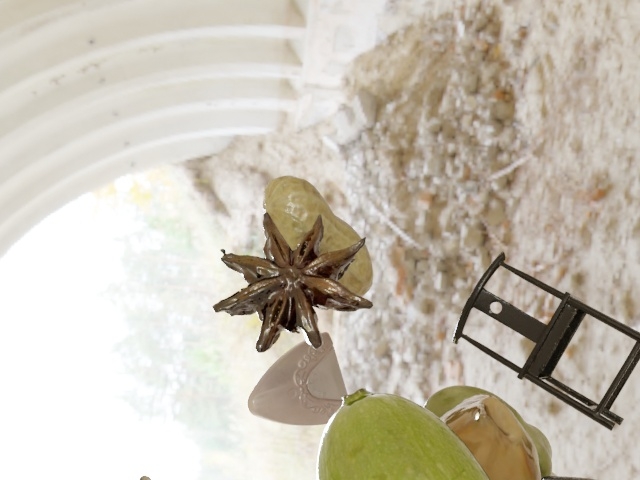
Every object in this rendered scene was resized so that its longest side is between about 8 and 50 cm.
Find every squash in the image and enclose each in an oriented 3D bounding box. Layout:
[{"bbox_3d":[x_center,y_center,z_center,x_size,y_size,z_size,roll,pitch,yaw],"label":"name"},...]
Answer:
[{"bbox_3d":[0.078,0.217,0.640,0.132,0.132,0.247,98,151,-45],"label":"squash"}]

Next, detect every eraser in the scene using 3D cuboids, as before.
[{"bbox_3d":[-0.048,0.331,1.939,0.059,0.243,0.204,-19,88,56],"label":"eraser"}]

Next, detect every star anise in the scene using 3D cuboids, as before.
[{"bbox_3d":[-0.041,0.076,1.422,0.102,0.272,0.272,84,-171,-59],"label":"star anise"}]

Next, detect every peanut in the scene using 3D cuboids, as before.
[{"bbox_3d":[0.000,0.000,1.689,0.120,0.298,0.136,-20,34,42],"label":"peanut"}]

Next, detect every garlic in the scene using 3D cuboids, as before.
[{"bbox_3d":[0.065,0.270,0.908,0.196,0.338,0.151,50,-162,-41],"label":"garlic"}]

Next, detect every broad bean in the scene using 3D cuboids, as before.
[{"bbox_3d":[0.315,0.380,1.678,0.189,0.263,0.121,-61,-12,28],"label":"broad bean"}]

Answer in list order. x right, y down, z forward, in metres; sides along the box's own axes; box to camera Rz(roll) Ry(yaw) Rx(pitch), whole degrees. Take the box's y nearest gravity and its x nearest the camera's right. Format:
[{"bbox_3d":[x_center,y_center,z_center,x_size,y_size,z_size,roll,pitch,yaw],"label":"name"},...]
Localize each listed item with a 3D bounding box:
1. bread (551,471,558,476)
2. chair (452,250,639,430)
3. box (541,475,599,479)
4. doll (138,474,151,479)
[{"bbox_3d":[0.530,0.579,1.785,0.054,0.316,0.316,-41,10,7],"label":"bread"},{"bbox_3d":[0.347,0.148,1.286,0.155,0.260,0.141,-61,-25,5],"label":"chair"},{"bbox_3d":[0.478,0.455,1.461,0.042,0.212,0.201,-54,12,-20],"label":"box"},{"bbox_3d":[-0.289,0.579,1.767,0.278,0.119,0.154,22,134,47],"label":"doll"}]
